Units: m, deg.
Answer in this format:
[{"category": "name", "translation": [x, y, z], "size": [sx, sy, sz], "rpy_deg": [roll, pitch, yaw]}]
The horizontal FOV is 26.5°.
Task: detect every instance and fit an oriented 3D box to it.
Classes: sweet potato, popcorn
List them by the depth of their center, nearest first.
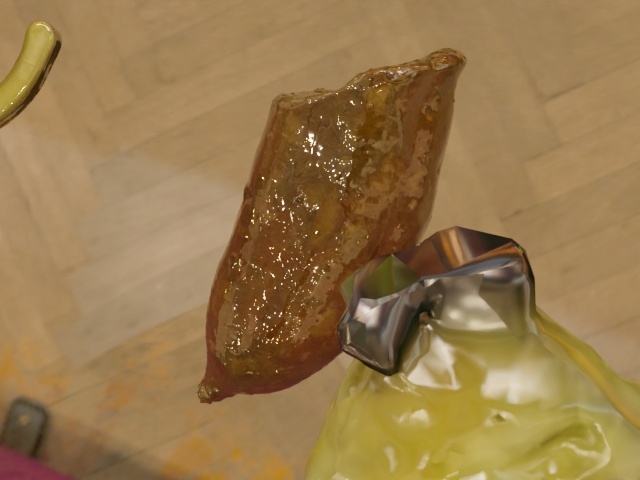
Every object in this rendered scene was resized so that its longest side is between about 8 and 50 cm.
[{"category": "popcorn", "translation": [0.096, 0.192, 0.422], "size": [0.293, 0.293, 0.237], "rpy_deg": [24, 145, 15]}, {"category": "sweet potato", "translation": [0.000, 0.000, 1.119], "size": [0.158, 0.158, 0.370], "rpy_deg": [27, 111, 15]}]

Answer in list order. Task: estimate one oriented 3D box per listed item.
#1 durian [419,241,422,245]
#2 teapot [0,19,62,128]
[{"category": "durian", "translation": [0.079, 0.024, 1.498], "size": [0.110, 0.140, 0.071], "rpy_deg": [-17, 92, 38]}, {"category": "teapot", "translation": [-0.187, -0.089, 0.524], "size": [0.165, 0.130, 0.119], "rpy_deg": [27, 92, -1]}]
